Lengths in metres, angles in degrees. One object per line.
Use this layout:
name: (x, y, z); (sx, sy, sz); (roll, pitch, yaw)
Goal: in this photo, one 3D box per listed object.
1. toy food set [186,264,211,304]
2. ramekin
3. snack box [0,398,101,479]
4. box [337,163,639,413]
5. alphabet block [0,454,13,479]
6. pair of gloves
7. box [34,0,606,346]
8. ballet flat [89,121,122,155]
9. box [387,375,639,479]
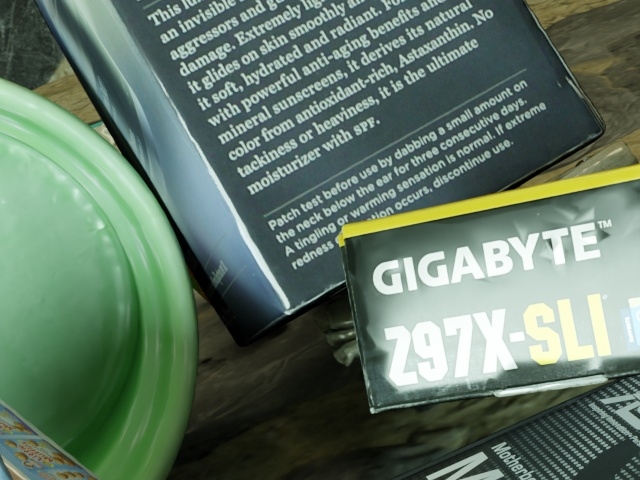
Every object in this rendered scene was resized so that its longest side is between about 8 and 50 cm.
toy food set: (-0.125, 0.042, 1.099); (0.232, 0.104, 0.111); (-30, 22, 39)
ramekin: (-0.222, 0.048, 0.817); (0.303, 0.303, 0.148); (-22, 10, -3)
snack box: (-0.117, 0.127, 0.688); (0.178, 0.022, 0.064); (33, 6, 23)
box: (0.192, 0.007, 0.618); (0.257, 0.079, 0.322); (-14, -6, 27)
alphabet block: (-0.208, 0.174, 0.581); (0.192, 0.193, 0.197); (-28, 18, -27)
pair of gloves: (0.091, 0.012, 0.880); (0.204, 0.042, 0.240); (-30, -2, -1)
box: (-0.035, -0.114, 0.782); (0.182, 0.294, 0.296); (-29, -3, -10)
ballet flat: (-0.267, 0.026, 1.255); (0.409, 0.147, 0.147); (-27, 18, -9)
box: (0.086, 0.152, 0.529); (0.216, 0.060, 0.270); (-23, 17, -7)
